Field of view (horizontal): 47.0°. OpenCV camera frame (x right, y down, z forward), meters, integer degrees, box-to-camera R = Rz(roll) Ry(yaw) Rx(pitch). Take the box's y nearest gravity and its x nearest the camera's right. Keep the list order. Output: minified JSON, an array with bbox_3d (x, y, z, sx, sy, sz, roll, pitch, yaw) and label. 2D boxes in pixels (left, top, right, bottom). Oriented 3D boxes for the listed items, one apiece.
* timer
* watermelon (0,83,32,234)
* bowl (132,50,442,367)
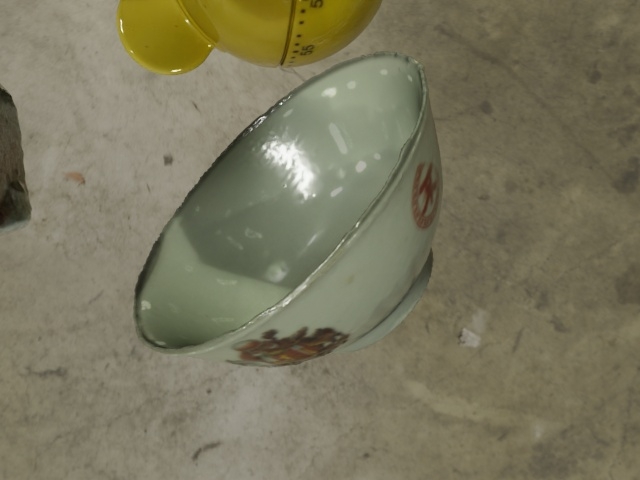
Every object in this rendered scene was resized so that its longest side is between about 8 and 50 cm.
[{"bbox_3d":[-0.101,-0.430,1.076,0.386,0.376,0.376,0,110,-9],"label":"timer"},{"bbox_3d":[-0.334,-0.070,0.539,0.228,0.387,0.258,-42,138,13],"label":"watermelon"},{"bbox_3d":[0.000,0.000,0.676,0.337,0.337,0.157,-43,118,5],"label":"bowl"}]
